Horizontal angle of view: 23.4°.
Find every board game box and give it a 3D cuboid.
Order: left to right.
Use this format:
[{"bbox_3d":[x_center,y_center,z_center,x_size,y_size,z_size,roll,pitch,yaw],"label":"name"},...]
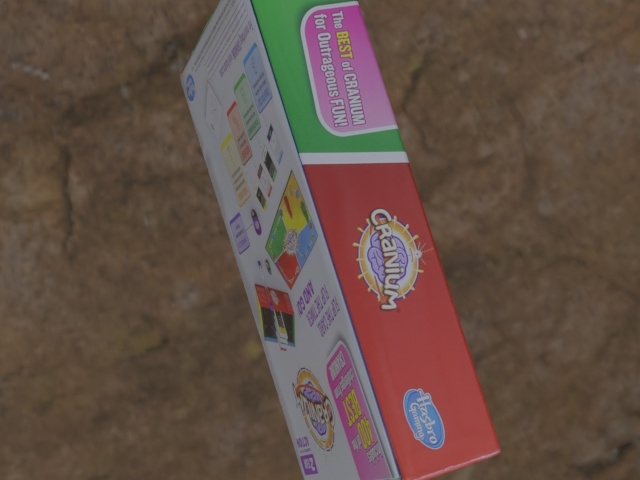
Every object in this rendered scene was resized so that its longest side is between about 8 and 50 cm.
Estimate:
[{"bbox_3d":[0.000,0.000,0.991,0.064,0.316,0.242,-16,175,-16],"label":"board game box"}]
